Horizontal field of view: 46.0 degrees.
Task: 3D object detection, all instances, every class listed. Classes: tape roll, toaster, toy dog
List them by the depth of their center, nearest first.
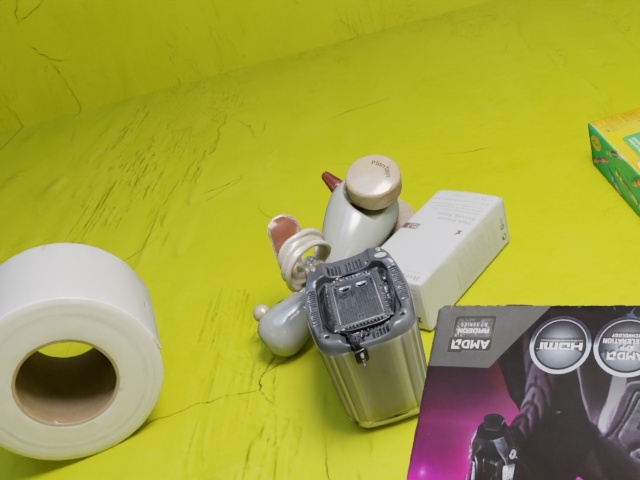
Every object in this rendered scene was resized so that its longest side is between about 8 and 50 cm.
[{"bbox_3d":[0.062,0.122,0.924,0.129,0.146,0.227,-19,28,1],"label":"toaster"},{"bbox_3d":[-0.343,0.146,1.017,0.246,0.246,0.169,-23,29,-8],"label":"tape roll"},{"bbox_3d":[0.000,0.000,1.122,0.161,0.220,0.333,27,46,32],"label":"toy dog"}]

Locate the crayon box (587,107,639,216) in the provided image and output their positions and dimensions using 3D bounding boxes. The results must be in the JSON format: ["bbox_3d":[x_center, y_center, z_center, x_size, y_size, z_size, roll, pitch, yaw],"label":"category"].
[{"bbox_3d":[0.531,-0.117,1.129,0.165,0.081,0.278,-15,29,6],"label":"crayon box"}]

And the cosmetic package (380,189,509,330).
[{"bbox_3d":[0.168,0.022,1.101,0.117,0.086,0.231,9,38,41],"label":"cosmetic package"}]

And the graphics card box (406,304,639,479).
[{"bbox_3d":[0.163,0.224,0.492,0.232,0.094,0.371,-4,59,38],"label":"graphics card box"}]
